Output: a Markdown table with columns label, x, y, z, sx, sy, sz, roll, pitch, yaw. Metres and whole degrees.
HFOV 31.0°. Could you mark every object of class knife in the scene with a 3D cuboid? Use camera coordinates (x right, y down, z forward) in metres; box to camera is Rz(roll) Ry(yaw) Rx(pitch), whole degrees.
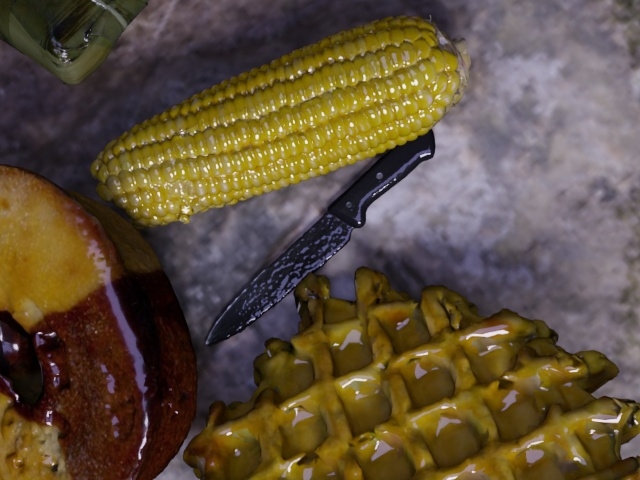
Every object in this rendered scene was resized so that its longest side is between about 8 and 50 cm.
| label | x | y | z | sx | sy | sz | roll | pitch | yaw |
| --- | --- | --- | --- | --- | --- | --- | --- | --- | --- |
| knife | 0.000 | 0.000 | 0.626 | 0.170 | 0.010 | 0.023 | -43 | 76 | 5 |

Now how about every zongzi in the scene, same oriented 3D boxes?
| label | x | y | z | sx | sy | sz | roll | pitch | yaw |
| --- | --- | --- | --- | --- | --- | --- | --- | --- | --- |
| zongzi | -0.140 | -0.153 | 0.641 | 0.104 | 0.052 | 0.113 | 34 | 78 | 15 |

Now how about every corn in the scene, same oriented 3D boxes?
| label | x | y | z | sx | sy | sz | roll | pitch | yaw |
| --- | --- | --- | --- | --- | --- | --- | --- | --- | --- |
| corn | -0.019 | -0.061 | 0.604 | 0.206 | 0.067 | 0.067 | -22 | 83 | 6 |

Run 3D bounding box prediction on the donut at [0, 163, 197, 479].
| label | x | y | z | sx | sy | sz | roll | pitch | yaw |
| --- | --- | --- | --- | --- | --- | --- | --- | --- | --- |
| donut | -0.137 | 0.053 | 0.587 | 0.166 | 0.073 | 0.184 | -40 | 74 | 27 |

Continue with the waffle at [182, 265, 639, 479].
| label | x | y | z | sx | sy | sz | roll | pitch | yaw |
| --- | --- | --- | --- | --- | --- | --- | --- | --- | --- |
| waffle | 0.035 | 0.117 | 0.531 | 0.232 | 0.051 | 0.228 | 12 | 56 | 33 |
